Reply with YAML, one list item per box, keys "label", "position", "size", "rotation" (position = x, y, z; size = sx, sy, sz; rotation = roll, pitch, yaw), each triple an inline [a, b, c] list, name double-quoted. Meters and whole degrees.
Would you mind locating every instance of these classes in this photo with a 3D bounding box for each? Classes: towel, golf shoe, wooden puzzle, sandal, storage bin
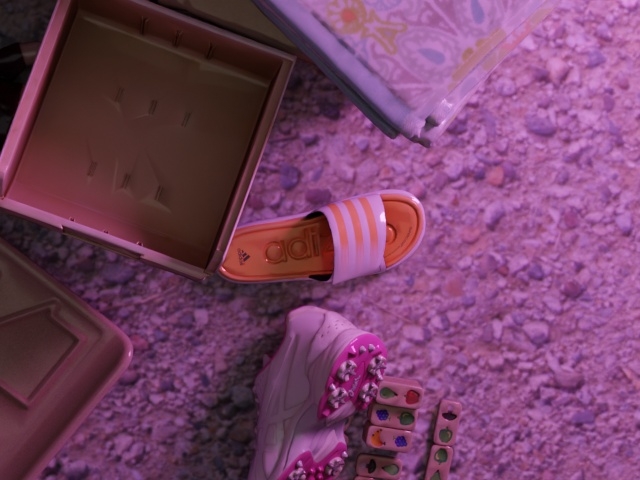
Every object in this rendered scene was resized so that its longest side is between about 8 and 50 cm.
- label: "towel"
  position: [0.081, -0.327, 1.633]
  size: [0.374, 0.090, 0.320]
  rotation: [44, 90, -11]
- label: "golf shoe"
  position: [-0.032, 0.219, 1.876]
  size: [0.115, 0.140, 0.306]
  rotation: [7, 115, -51]
- label: "wooden puzzle"
  position: [-0.448, 0.140, 1.838]
  size: [0.348, 0.080, 0.322]
  rotation: [39, 94, -5]
- label: "sandal"
  position: [0.001, 0.011, 1.851]
  size: [0.265, 0.076, 0.102]
  rotation: [-12, 100, -3]
- label: "storage bin"
  position: [-0.199, -0.118, 1.703]
  size: [0.262, 0.123, 0.260]
  rotation: [20, 81, -7]

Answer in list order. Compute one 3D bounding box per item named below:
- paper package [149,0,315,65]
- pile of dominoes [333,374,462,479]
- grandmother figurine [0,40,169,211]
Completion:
- label: "paper package"
  position: [0.005, -0.363, 1.745]
  size: [0.309, 0.168, 0.325]
  rotation: [21, 96, -9]
- label: "pile of dominoes"
  position: [0.066, 0.294, 1.922]
  size: [0.196, 0.040, 0.251]
  rotation: [10, 98, -7]
- label: "grandmother figurine"
  position: [-0.356, -0.137, 1.791]
  size: [0.342, 0.104, 0.208]
  rotation: [16, 73, -4]
